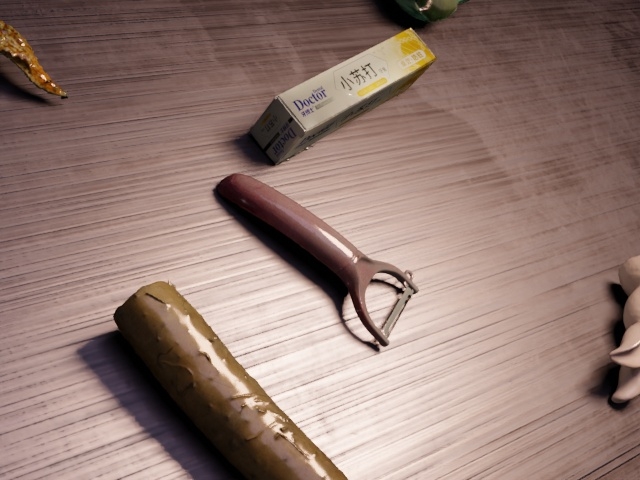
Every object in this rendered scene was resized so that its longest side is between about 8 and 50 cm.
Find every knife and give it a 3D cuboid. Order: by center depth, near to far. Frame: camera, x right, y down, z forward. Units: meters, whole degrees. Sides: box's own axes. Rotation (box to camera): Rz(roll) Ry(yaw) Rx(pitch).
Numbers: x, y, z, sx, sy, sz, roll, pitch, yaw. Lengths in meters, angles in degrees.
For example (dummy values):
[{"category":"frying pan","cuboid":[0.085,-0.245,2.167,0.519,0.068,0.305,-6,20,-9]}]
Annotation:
[{"category":"knife","cuboid":[0.001,-0.001,1.132,0.278,0.053,0.123,39,42,-3]}]

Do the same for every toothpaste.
[{"category":"toothpaste","cuboid":[0.036,-0.203,1.269,0.071,0.089,0.313,52,48,4]}]

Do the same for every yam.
[{"category":"yam","cuboid":[-0.063,0.194,0.935,0.371,0.083,0.083,48,48,5]}]

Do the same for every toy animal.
[{"category":"toy animal","cuboid":[0.462,0.124,1.275,0.131,0.103,0.220,12,48,13]}]

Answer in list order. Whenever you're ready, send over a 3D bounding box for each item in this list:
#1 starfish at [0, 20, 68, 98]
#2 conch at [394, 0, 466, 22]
[{"category":"starfish","cuboid":[-0.470,-0.242,1.006,0.358,0.078,0.347,-21,74,-39]},{"category":"conch","cuboid":[0.191,-0.441,1.506,0.202,0.134,0.196,4,97,-35]}]
